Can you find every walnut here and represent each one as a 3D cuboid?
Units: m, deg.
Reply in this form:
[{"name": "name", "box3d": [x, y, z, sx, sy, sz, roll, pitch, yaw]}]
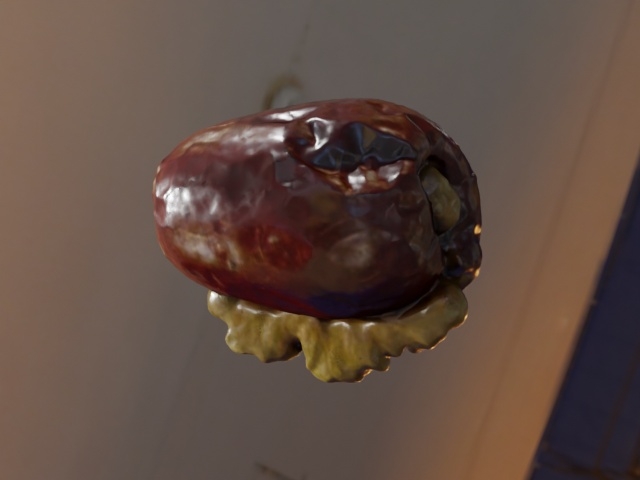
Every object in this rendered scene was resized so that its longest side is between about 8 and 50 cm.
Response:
[{"name": "walnut", "box3d": [0.000, 0.000, 1.394, 0.221, 0.269, 0.244, -24, -70, -64]}]
